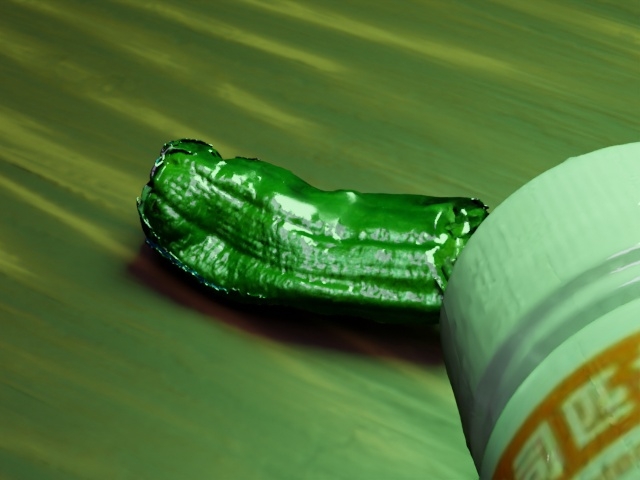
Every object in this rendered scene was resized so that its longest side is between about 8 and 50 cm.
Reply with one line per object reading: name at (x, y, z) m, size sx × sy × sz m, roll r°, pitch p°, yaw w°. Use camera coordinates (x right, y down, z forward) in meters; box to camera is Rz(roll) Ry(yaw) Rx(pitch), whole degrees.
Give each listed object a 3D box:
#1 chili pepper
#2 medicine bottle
chili pepper at (0.000, 0.001, 0.930) m, size 0.224 × 0.061 × 0.098 m, roll 15°, pitch 61°, yaw 13°
medicine bottle at (0.177, 0.132, 0.651) m, size 0.211 × 0.211 × 0.371 m, roll -7°, pitch 35°, yaw -5°
